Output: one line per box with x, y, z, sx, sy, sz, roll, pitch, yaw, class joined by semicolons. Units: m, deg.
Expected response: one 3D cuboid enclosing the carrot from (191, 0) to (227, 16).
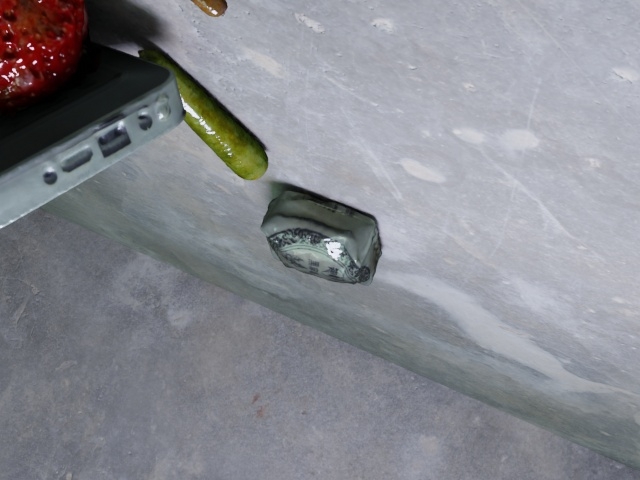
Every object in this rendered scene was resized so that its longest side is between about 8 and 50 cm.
-0.188;-0.352;1.213;0.165;0.036;0.035;36;162;-28;carrot

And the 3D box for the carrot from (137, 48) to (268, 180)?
-0.204;-0.221;1.623;0.074;0.074;0.358;13;158;39;carrot

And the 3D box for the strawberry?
-0.500;-0.336;1.319;0.291;0.292;0.310;14;141;36;strawberry

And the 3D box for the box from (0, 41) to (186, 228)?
-0.461;-0.184;1.454;0.396;0.396;0.111;25;141;44;box

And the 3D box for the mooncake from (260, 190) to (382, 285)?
-0.002;0.005;1.934;0.250;0.136;0.254;18;164;12;mooncake
